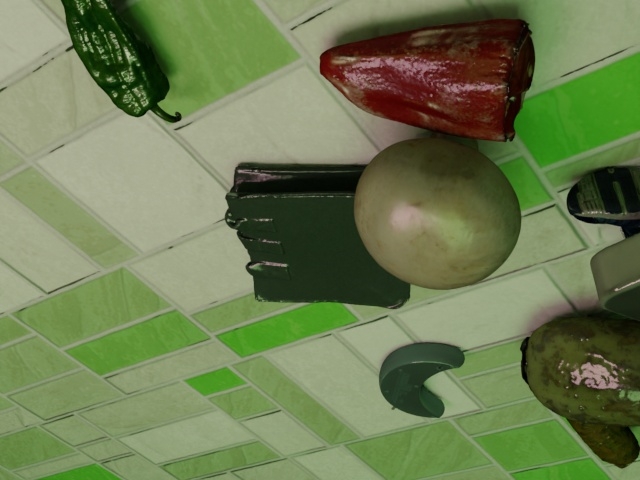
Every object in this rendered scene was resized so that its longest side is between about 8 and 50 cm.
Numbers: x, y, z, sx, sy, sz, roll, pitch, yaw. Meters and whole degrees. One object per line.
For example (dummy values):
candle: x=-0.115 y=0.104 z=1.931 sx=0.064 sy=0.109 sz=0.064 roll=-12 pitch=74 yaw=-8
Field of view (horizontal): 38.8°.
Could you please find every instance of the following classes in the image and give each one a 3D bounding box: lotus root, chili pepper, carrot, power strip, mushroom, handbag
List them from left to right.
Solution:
chili pepper: x=-0.252 y=-0.245 z=1.094 sx=0.100 sy=0.074 sz=0.257 roll=-8 pitch=136 yaw=19
handbag: x=0.001 y=-0.001 z=1.329 sx=0.260 sy=0.079 sz=0.247 roll=1 pitch=138 yaw=10
power strip: x=0.171 y=0.254 z=1.618 sx=0.137 sy=0.044 sz=0.216 roll=10 pitch=139 yaw=-1
chili pepper: x=0.125 y=-0.192 z=1.080 sx=0.253 sy=0.136 sz=0.144 roll=6 pitch=-175 yaw=19
mushroom: x=0.138 y=-0.042 z=1.139 sx=0.207 sy=0.209 sz=0.206 roll=-5 pitch=120 yaw=-8
carrot: x=0.510 y=0.343 z=1.636 sx=0.082 sy=0.082 sz=0.173 roll=-23 pitch=124 yaw=31
lotus root: x=0.460 y=0.196 z=1.397 sx=0.309 sy=0.173 sz=0.173 roll=-2 pitch=140 yaw=33

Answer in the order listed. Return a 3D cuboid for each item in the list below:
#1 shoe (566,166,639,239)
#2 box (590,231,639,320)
shoe: x=0.428 y=-0.033 z=1.202 sx=0.207 sy=0.091 sz=0.106 roll=6 pitch=134 yaw=-2
box: x=0.585 y=0.024 z=1.160 sx=0.373 sy=0.090 sz=0.367 roll=17 pitch=144 yaw=-42
